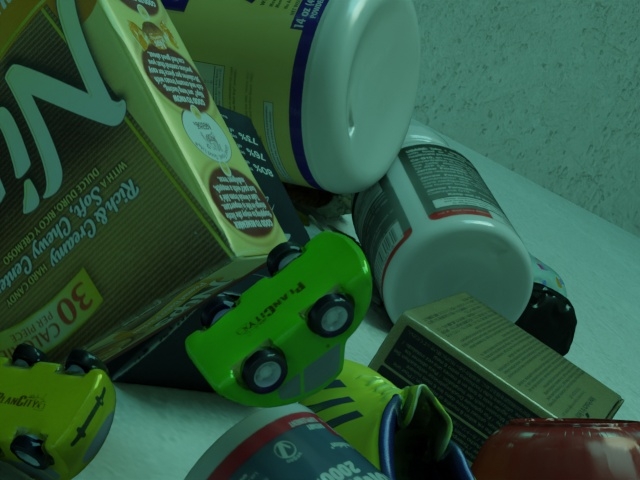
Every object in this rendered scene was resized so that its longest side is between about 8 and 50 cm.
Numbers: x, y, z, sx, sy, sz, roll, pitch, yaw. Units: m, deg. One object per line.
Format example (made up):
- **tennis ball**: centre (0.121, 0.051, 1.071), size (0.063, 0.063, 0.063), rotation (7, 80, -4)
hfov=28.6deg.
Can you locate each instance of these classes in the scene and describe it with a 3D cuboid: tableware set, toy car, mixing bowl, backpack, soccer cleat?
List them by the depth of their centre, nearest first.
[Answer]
- **toy car**: centre (-0.061, 0.085, 0.603), size (0.053, 0.225, 0.239), rotation (56, -6, -38)
- **soccer cleat**: centre (0.051, 0.133, 0.809), size (0.093, 0.121, 0.289), rotation (9, 18, -14)
- **mixing bowl**: centre (0.169, 0.168, 0.827), size (0.181, 0.098, 0.181), rotation (1, -6, 0)
- **tableware set**: centre (0.000, 0.000, 1.466), size (0.154, 0.024, 0.104), rotation (26, 12, -33)
- **backpack**: centre (0.215, 0.062, 1.514), size (0.152, 0.115, 0.182), rotation (21, 13, -30)

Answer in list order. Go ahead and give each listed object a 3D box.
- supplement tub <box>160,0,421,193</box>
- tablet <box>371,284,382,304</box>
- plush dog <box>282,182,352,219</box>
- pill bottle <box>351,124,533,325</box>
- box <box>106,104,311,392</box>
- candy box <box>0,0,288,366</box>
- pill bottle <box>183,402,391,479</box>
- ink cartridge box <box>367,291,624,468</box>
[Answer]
- **supplement tub**: centre (-0.081, -0.193, 1.379), size (0.331, 0.241, 0.241), rotation (13, 5, 23)
- **tablet**: centre (0.040, 0.046, 1.420), size (0.083, 0.006, 0.054), rotation (34, 12, 12)
- **plush dog**: centre (-0.014, -0.130, 1.637), size (0.225, 0.210, 0.262), rotation (59, 20, 14)
- **pill bottle**: centre (0.124, -0.014, 1.414), size (0.161, 0.161, 0.283), rotation (26, 21, -21)
- **box**: centre (-0.097, -0.002, 0.911), size (0.153, 0.108, 0.207), rotation (17, 40, -49)
- **candy box**: centre (-0.174, -0.085, 0.736), size (0.316, 0.183, 0.087), rotation (62, 20, 9)
- **pill bottle**: centre (0.017, 0.174, 0.626), size (0.180, 0.108, 0.108), rotation (38, 14, 29)
- **ink cartridge box**: centre (0.161, 0.139, 1.143), size (0.193, 0.088, 0.235), rotation (36, 13, 15)
